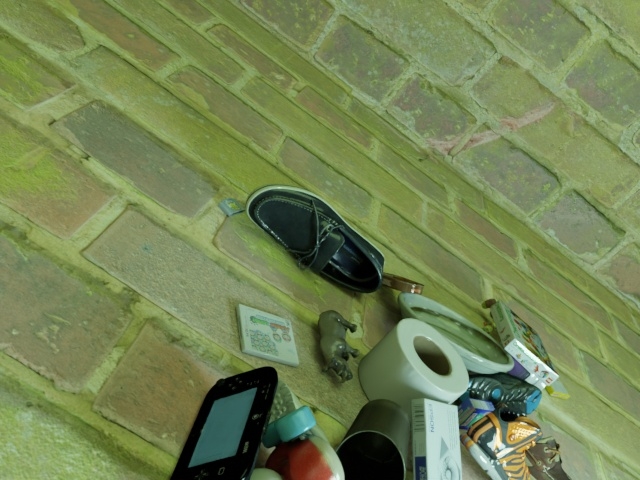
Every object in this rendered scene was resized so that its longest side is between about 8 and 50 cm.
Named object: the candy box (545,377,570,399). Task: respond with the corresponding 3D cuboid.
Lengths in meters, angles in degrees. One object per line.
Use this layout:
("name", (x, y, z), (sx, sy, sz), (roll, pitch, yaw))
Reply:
("candy box", (0.839, 0.492, 2.414), (0.105, 0.027, 0.206), (18, 34, -32))

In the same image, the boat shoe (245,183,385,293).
("boat shoe", (0.000, 0.000, 1.926), (0.500, 0.187, 0.156), (34, 21, -23))

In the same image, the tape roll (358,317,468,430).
("tape roll", (0.245, 0.352, 1.719), (0.246, 0.169, 0.246), (31, 28, -19))

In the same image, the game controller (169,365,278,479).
("game controller", (-0.172, 0.353, 1.205), (0.067, 0.166, 0.319), (53, 22, -19))

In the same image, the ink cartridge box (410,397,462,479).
("ink cartridge box", (0.294, 0.502, 1.550), (0.224, 0.045, 0.223), (25, 58, -47))

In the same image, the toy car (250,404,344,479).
("toy car", (-0.090, 0.459, 1.178), (0.238, 0.210, 0.219), (-22, 77, -29))

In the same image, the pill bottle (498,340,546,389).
("pill bottle", (0.692, 0.427, 2.237), (0.193, 0.108, 0.108), (44, 27, 7))

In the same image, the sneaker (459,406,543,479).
("sneaker", (0.511, 0.556, 1.666), (0.321, 0.180, 0.124), (50, 0, -24))

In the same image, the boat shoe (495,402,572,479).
("boat shoe", (0.606, 0.592, 1.800), (0.342, 0.123, 0.123), (43, 17, 34))

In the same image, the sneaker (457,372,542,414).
("sneaker", (0.519, 0.464, 1.995), (0.340, 0.125, 0.139), (16, 8, -34))

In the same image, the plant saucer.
("plant saucer", (0.392, 0.303, 1.988), (0.400, 0.101, 0.400), (27, 11, -6))

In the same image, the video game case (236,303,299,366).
("video game case", (-0.130, 0.232, 1.589), (0.157, 0.019, 0.143), (23, 32, -31))

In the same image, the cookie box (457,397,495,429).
("cookie box", (0.427, 0.490, 1.829), (0.107, 0.092, 0.040), (18, 31, -35))

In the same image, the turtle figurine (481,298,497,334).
("turtle figurine", (0.666, 0.313, 2.396), (0.269, 0.087, 0.217), (25, 31, -26))

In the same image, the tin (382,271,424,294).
("tin", (0.251, 0.137, 2.092), (0.106, 0.040, 0.189), (16, 2, -34))

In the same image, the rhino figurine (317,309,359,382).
("rhino figurine", (0.041, 0.276, 1.682), (0.106, 0.073, 0.243), (32, 29, -24))

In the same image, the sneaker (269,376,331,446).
("sneaker", (-0.059, 0.387, 1.397), (0.235, 0.090, 0.095), (51, 5, 27))

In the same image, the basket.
("basket", (0.121, 0.455, 1.422), (0.154, 0.205, 0.227), (16, 14, 11))

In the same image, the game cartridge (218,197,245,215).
("game cartridge", (-0.264, -0.100, 1.918), (0.056, 0.017, 0.083), (42, 27, 12))

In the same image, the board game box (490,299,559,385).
("board game box", (0.662, 0.328, 2.134), (0.193, 0.053, 0.305), (40, 17, -8))
